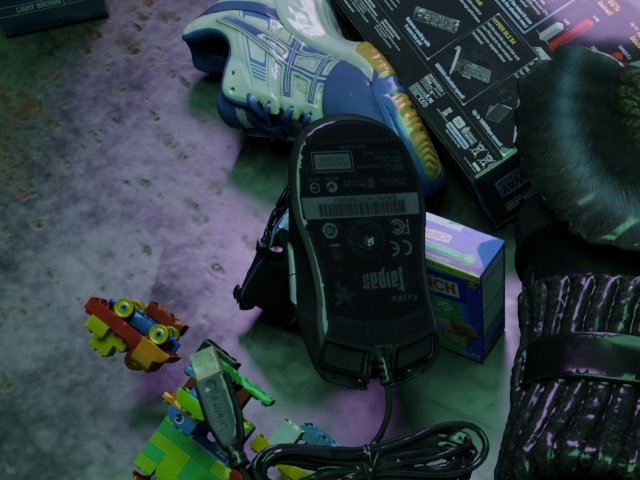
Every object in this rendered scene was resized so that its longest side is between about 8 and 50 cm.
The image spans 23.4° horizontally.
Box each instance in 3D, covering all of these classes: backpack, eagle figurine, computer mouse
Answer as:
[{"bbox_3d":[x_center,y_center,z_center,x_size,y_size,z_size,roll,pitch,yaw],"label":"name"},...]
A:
[{"bbox_3d":[0.000,0.000,1.160,0.084,0.105,0.114,27,54,-1],"label":"backpack"},{"bbox_3d":[0.287,-0.082,1.000,0.226,0.298,0.225,15,93,-16],"label":"eagle figurine"},{"bbox_3d":[-0.006,0.051,1.023,0.184,0.060,0.262,-9,77,-20],"label":"computer mouse"}]

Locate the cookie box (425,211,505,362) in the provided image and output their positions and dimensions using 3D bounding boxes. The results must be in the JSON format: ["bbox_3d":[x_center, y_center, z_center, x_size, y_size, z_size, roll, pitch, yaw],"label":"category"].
[{"bbox_3d":[0.085,0.030,1.118,0.092,0.107,0.040,22,57,23],"label":"cookie box"}]

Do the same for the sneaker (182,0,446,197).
[{"bbox_3d":[-0.010,-0.110,1.258,0.131,0.112,0.296,-32,46,-6],"label":"sneaker"}]

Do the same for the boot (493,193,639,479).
[{"bbox_3d":[0.289,0.077,1.036,0.348,0.131,0.260,-8,43,14],"label":"boot"}]

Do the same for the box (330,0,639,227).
[{"bbox_3d":[0.158,-0.195,1.269,0.242,0.076,0.307,-34,54,1],"label":"box"}]

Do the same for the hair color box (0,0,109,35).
[{"bbox_3d":[-0.275,-0.364,1.325,0.105,0.347,0.174,-13,51,-3],"label":"hair color box"}]

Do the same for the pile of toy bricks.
[{"bbox_3d":[-0.088,0.134,1.077,0.212,0.118,0.105,37,91,12],"label":"pile of toy bricks"}]
